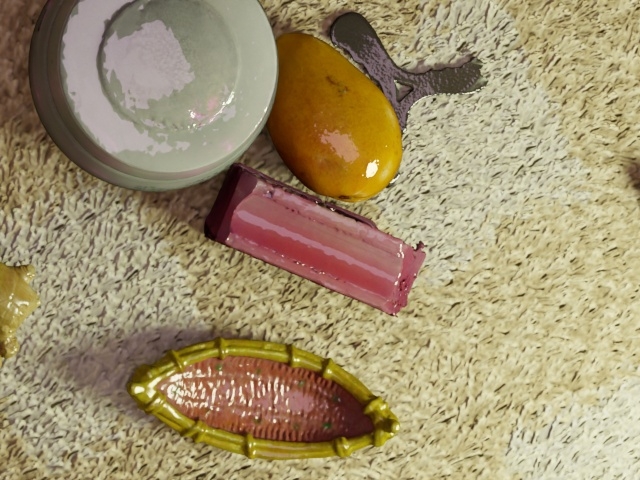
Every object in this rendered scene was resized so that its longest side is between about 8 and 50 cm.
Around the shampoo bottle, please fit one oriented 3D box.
[{"bbox_3d":[-0.181,-0.190,1.820,0.273,0.266,0.273,0,91,-12],"label":"shampoo bottle"}]

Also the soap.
[{"bbox_3d":[0.000,0.000,1.911,0.250,0.162,0.099,23,88,-10],"label":"soap"}]

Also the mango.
[{"bbox_3d":[0.006,-0.147,1.933,0.141,0.102,0.217,-28,83,11],"label":"mango"}]

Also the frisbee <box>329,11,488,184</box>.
[{"bbox_3d":[0.113,-0.178,2.004,0.187,0.012,0.211,-9,93,-11],"label":"frisbee"}]

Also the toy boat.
[{"bbox_3d":[-0.069,0.187,1.941,0.318,0.099,0.141,10,87,-8],"label":"toy boat"}]

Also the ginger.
[{"bbox_3d":[-0.394,0.049,1.882,0.115,0.081,0.205,-26,107,23],"label":"ginger"}]
